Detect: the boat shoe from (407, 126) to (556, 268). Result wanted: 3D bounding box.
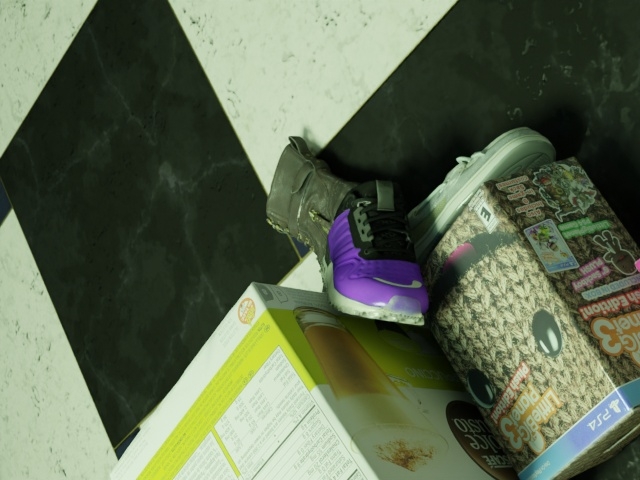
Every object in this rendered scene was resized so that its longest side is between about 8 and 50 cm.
[{"bbox_3d":[0.170,-0.040,1.430,0.320,0.118,0.103,-54,46,45],"label":"boat shoe"}]

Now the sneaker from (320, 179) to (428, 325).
[{"bbox_3d":[0.065,0.001,1.375,0.293,0.102,0.146,-128,50,-71],"label":"sneaker"}]

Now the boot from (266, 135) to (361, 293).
[{"bbox_3d":[0.000,0.000,1.644,0.229,0.091,0.263,27,110,47],"label":"boot"}]

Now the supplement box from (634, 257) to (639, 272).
[{"bbox_3d":[0.446,0.003,1.148,0.220,0.111,0.114,-44,65,41],"label":"supplement box"}]

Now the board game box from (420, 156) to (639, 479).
[{"bbox_3d":[0.261,0.097,1.291,0.291,0.141,0.232,60,147,23],"label":"board game box"}]

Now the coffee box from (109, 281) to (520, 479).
[{"bbox_3d":[0.016,0.298,1.383,0.338,0.337,0.334,-53,53,22],"label":"coffee box"}]
